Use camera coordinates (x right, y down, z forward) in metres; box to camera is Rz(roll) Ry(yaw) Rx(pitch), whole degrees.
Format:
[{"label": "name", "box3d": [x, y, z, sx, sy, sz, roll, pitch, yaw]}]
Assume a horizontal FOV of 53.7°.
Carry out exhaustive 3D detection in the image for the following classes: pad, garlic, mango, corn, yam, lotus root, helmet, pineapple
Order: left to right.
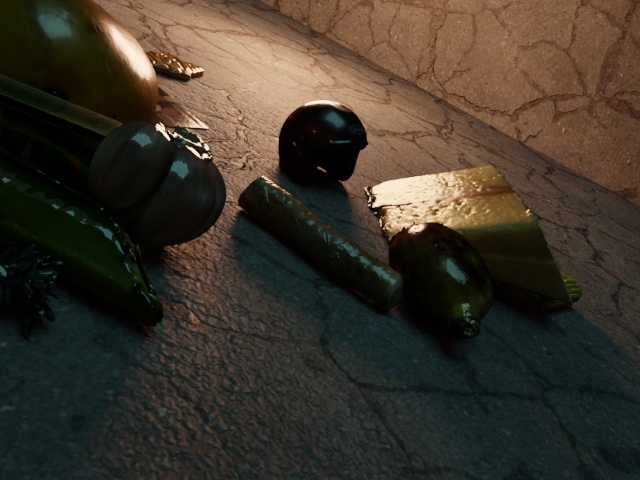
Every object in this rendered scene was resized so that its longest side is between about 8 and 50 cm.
[{"label": "pineapple", "box3d": [-0.399, 0.045, 0.682, 0.221, 0.083, 0.103, 8, 42, -32]}, {"label": "mango", "box3d": [-0.433, -0.306, 1.127, 0.300, 0.232, 0.445, 51, 11, -10]}, {"label": "pad", "box3d": [-0.390, -0.322, 1.491, 0.158, 0.003, 0.235, -7, 40, -49]}, {"label": "garlic", "box3d": [-0.230, -0.074, 0.927, 0.160, 0.191, 0.214, 26, 4, 2]}, {"label": "yam", "box3d": [0.000, 0.000, 1.136, 0.357, 0.081, 0.081, 36, 27, 20]}, {"label": "helmet", "box3d": [0.003, -0.226, 1.467, 0.216, 0.193, 0.189, -10, 0, 38]}, {"label": "lotus root", "box3d": [0.219, 0.062, 1.131, 0.170, 0.141, 0.314, 16, 27, -25]}, {"label": "corn", "box3d": [0.515, 0.113, 1.395, 0.165, 0.063, 0.085, -9, 63, -47]}]

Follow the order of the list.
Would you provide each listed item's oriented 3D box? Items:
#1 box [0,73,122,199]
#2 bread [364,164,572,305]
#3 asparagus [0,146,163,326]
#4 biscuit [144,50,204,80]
[{"label": "box", "box3d": [-0.427, -0.147, 0.930, 0.240, 0.159, 0.071, 21, 36, -5]}, {"label": "bread", "box3d": [0.309, -0.006, 1.422, 0.405, 0.242, 0.345, -13, 25, 19]}, {"label": "asparagus", "box3d": [-0.347, -0.019, 0.828, 0.382, 0.108, 0.128, 29, 24, 4]}, {"label": "biscuit", "box3d": [-0.427, -0.491, 1.758, 0.162, 0.035, 0.250, 36, 29, 31]}]
